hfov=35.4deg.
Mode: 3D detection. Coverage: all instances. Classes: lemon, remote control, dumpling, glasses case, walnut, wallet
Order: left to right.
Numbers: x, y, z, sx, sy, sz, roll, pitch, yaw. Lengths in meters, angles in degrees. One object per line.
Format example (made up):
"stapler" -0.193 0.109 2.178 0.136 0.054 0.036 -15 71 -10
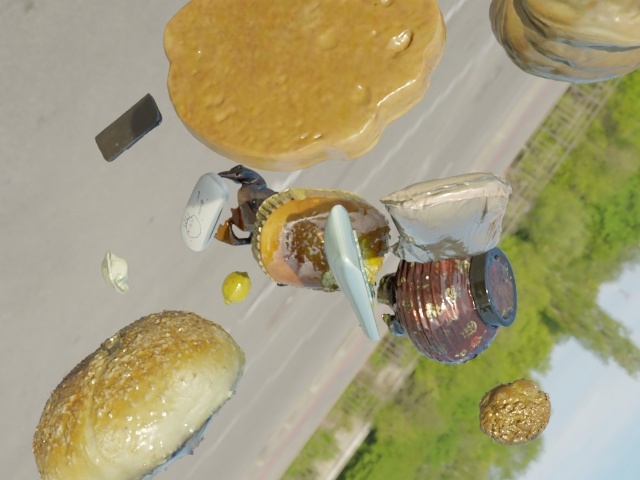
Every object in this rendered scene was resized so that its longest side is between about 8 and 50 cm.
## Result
"dumpling" -0.321 0.055 1.573 0.043 0.059 0.077 -3 133 -17
"wallet" -0.389 -0.226 2.028 0.157 0.082 0.018 -38 151 14
"glasses case" -0.243 -0.058 2.094 0.049 0.076 0.197 -27 155 -45
"lemon" -0.181 0.102 2.154 0.083 0.062 0.062 -57 171 0
"remote control" 0.049 0.057 1.530 0.051 0.103 0.293 -14 150 5
"walnut" 0.405 -0.376 1.491 0.285 0.285 0.296 -44 148 -48

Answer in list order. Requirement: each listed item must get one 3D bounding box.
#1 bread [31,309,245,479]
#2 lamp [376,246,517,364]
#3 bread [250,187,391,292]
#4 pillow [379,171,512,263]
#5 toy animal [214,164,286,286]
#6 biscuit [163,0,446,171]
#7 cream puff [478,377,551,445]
"bread" -0.229 0.197 1.242 0.305 0.158 0.305 -35 -172 6
"lamp" 0.218 0.099 1.763 0.247 0.247 0.247 -52 171 -12
"bread" 0.000 0.000 1.808 0.133 0.250 0.179 -147 -118 -72
"pillow" 0.171 -0.026 1.371 0.173 0.067 0.270 -13 162 1
"toy animal" -0.129 -0.037 2.214 0.122 0.298 0.185 -49 166 33
"biscuit" -0.015 -0.235 1.203 0.351 0.312 0.057 -44 156 -5
"cream puff" 0.422 0.376 2.160 0.165 0.115 0.150 -35 129 5
